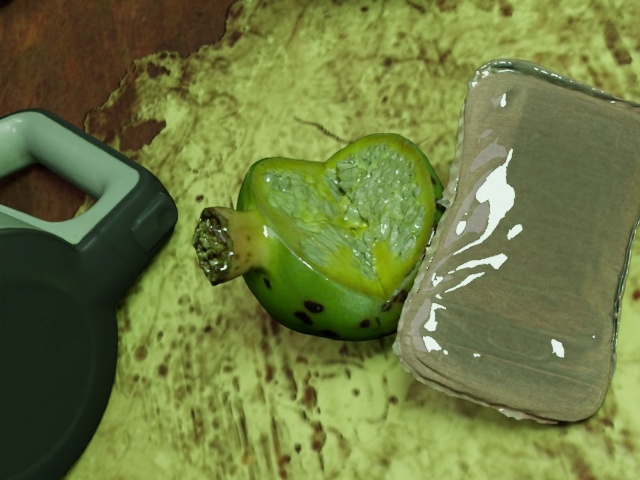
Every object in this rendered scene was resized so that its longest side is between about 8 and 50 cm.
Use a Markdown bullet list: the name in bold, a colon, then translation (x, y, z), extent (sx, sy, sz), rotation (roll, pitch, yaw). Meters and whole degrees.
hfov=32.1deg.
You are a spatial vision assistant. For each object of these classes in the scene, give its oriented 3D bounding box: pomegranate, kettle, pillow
- **pomegranate**: translation (0.001, 0.008, 0.725), extent (0.169, 0.122, 0.143), rotation (-24, 57, -21)
- **kettle**: translation (-0.331, 0.025, 0.921), extent (0.376, 0.250, 0.361), rotation (16, 51, 37)
- **pillow**: translation (0.128, -0.001, 0.665), extent (0.135, 0.034, 0.211), rotation (20, 79, -2)

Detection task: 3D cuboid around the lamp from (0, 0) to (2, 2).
- **lamp**: translation (-0.349, -0.286, 1.137), extent (0.101, 0.090, 0.101), rotation (-2, 40, 1)
